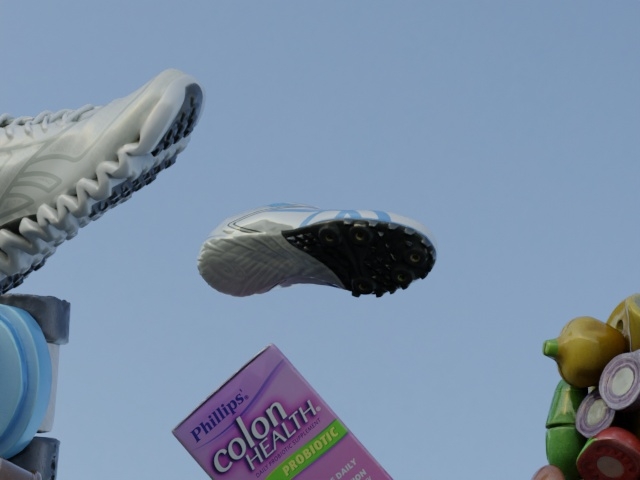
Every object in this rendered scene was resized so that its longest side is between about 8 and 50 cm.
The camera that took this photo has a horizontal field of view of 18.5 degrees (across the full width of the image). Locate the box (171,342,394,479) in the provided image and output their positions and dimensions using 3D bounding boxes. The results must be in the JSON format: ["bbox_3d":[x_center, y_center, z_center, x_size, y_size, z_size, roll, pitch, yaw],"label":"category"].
[{"bbox_3d":[-0.003,0.227,1.729,0.243,0.117,0.213,47,-6,8],"label":"box"}]

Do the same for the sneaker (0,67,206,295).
[{"bbox_3d":[-0.211,-0.053,1.480,0.292,0.110,0.118,-34,-91,27],"label":"sneaker"}]

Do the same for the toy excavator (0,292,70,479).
[{"bbox_3d":[-0.543,0.140,2.198,0.433,0.222,0.445,2,-9,18],"label":"toy excavator"}]

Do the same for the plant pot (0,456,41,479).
[{"bbox_3d":[-0.374,0.240,1.816,0.165,0.167,0.167,37,-37,-15],"label":"plant pot"}]

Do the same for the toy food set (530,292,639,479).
[{"bbox_3d":[0.173,0.139,1.257,0.071,0.218,0.128,6,-16,-16],"label":"toy food set"}]

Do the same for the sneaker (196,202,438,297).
[{"bbox_3d":[0.000,0.000,1.668,0.237,0.086,0.085,-3,-56,36],"label":"sneaker"}]
